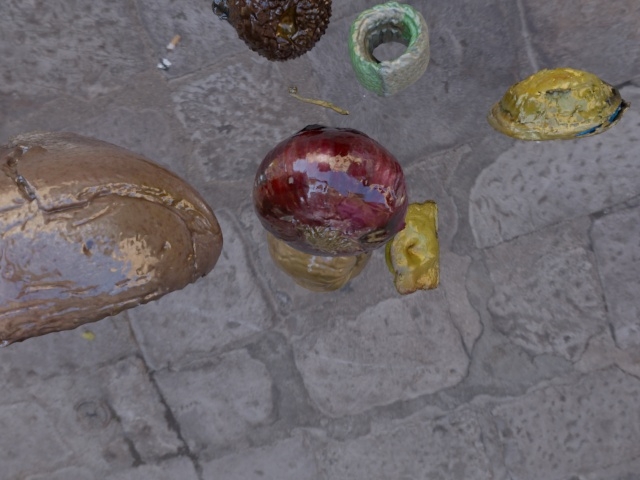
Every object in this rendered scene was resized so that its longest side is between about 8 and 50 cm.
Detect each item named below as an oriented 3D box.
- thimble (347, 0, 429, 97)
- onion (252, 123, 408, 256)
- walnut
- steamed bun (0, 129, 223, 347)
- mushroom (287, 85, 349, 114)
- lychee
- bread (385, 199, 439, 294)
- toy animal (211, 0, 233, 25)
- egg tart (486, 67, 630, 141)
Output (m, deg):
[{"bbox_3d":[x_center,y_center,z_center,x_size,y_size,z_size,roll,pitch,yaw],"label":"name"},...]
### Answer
[{"bbox_3d":[0.180,-0.495,1.373,0.219,0.150,0.219,-4,73,12],"label":"thimble"},{"bbox_3d":[0.016,-0.074,0.816,0.246,0.190,0.246,13,149,8],"label":"onion"},{"bbox_3d":[0.000,0.000,1.383,0.285,0.296,0.285,11,108,38],"label":"walnut"},{"bbox_3d":[-0.285,-0.024,0.578,0.251,0.301,0.199,4,109,49],"label":"steamed bun"},{"bbox_3d":[-0.014,-0.327,1.231,0.026,0.286,0.028,33,96,-38],"label":"mushroom"},{"bbox_3d":[-0.097,-0.584,1.262,0.267,0.267,0.267,1,105,4],"label":"lychee"},{"bbox_3d":[0.226,0.017,1.312,0.161,0.088,0.233,-3,88,-25],"label":"bread"},{"bbox_3d":[-0.235,-0.699,1.447,0.115,0.245,0.146,6,145,-22],"label":"toy animal"},{"bbox_3d":[0.512,-0.308,1.135,0.291,0.291,0.107,-12,126,8],"label":"egg tart"}]
